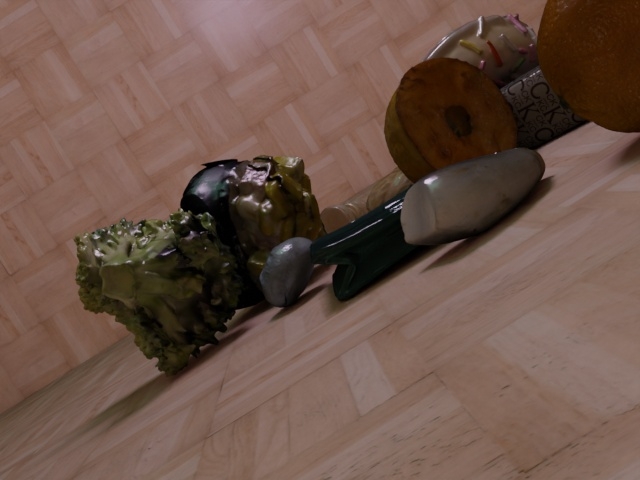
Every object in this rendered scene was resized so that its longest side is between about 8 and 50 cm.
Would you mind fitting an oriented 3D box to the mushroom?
[{"bbox_3d":[0.238,-0.073,1.151,0.270,0.103,0.118,-23,5,-30],"label":"mushroom"}]

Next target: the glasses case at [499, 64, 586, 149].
[{"bbox_3d":[0.440,-0.269,1.584,0.355,0.137,0.085,-29,11,41],"label":"glasses case"}]

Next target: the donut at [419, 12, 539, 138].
[{"bbox_3d":[0.346,-0.312,1.793,0.383,0.142,0.382,-26,-34,-19],"label":"donut"}]

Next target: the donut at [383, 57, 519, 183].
[{"bbox_3d":[0.238,-0.207,1.537,0.278,0.277,0.108,-35,-3,-34],"label":"donut"}]

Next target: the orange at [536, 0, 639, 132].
[{"bbox_3d":[0.407,-0.261,1.038,0.264,0.264,0.264,-32,5,3],"label":"orange"}]

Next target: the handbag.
[{"bbox_3d":[0.102,-0.009,1.370,0.239,0.089,0.326,-31,3,3],"label":"handbag"}]

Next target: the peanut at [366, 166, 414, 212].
[{"bbox_3d":[0.204,-0.115,1.690,0.197,0.110,0.233,-28,8,38],"label":"peanut"}]

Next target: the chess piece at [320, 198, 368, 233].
[{"bbox_3d":[0.071,-0.067,2.208,0.094,0.094,0.170,-29,2,32],"label":"chess piece"}]

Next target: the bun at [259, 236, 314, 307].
[{"bbox_3d":[-0.067,0.055,1.526,0.140,0.083,0.140,-60,-13,-24],"label":"bun"}]

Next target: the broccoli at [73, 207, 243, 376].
[{"bbox_3d":[-0.321,0.063,1.562,0.293,0.348,0.281,-58,-5,7],"label":"broccoli"}]

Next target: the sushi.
[{"bbox_3d":[-0.115,-0.032,1.798,0.286,0.327,0.329,-15,-3,24],"label":"sushi"}]
